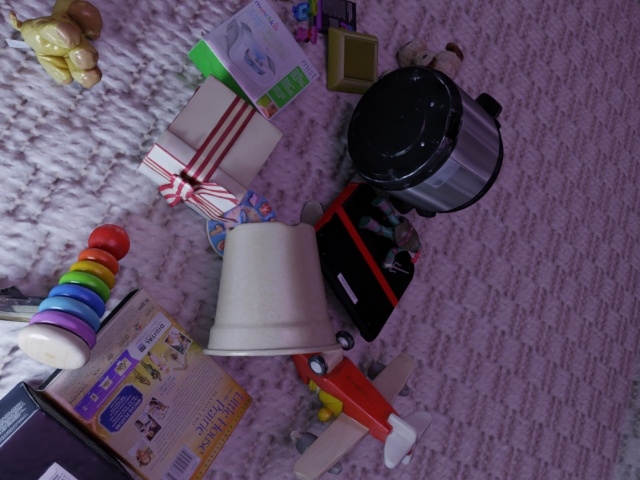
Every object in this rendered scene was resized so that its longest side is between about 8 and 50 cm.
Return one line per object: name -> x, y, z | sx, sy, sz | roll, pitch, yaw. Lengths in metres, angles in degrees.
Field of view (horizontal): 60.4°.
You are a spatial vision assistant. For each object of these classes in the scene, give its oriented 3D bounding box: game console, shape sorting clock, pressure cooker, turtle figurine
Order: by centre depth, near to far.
shape sorting clock -> -0.205, -0.038, 1.470 | 0.206, 0.040, 0.206 | 3, 85, -33
turtle figurine -> 0.226, -0.017, 1.616 | 0.234, 0.118, 0.175 | 42, 54, -25
game console -> 0.128, 0.052, 1.626 | 0.342, 0.060, 0.386 | -50, 118, -37
pressure cooker -> 0.327, -0.268, 1.631 | 0.421, 0.370, 0.374 | 17, 74, -47

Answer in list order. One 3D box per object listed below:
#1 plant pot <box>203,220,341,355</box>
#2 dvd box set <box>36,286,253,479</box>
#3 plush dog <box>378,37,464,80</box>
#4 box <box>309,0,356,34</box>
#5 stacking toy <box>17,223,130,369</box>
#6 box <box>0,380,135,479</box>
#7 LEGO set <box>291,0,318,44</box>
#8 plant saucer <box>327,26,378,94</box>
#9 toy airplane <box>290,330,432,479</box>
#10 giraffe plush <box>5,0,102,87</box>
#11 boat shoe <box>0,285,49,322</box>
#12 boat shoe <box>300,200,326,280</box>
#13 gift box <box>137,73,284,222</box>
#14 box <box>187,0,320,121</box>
plant pot -> -0.121, 0.117, 1.354 | 0.334, 0.334, 0.305 | 3, 81, -33
dvd box set -> -0.381, 0.361, 1.282 | 0.420, 0.062, 0.307 | 51, 51, -20
plush dog -> 0.343, -0.523, 1.754 | 0.210, 0.226, 0.262 | 48, 63, -21
box -> 0.040, -0.686, 1.684 | 0.162, 0.029, 0.115 | 1, 87, -32
stacking toy -> -0.503, 0.102, 1.181 | 0.141, 0.141, 0.330 | 37, 44, -26
box -> -0.526, 0.455, 1.072 | 0.182, 0.294, 0.296 | -48, 112, -25
LEGO set -> -0.064, -0.685, 1.590 | 0.087, 0.093, 0.227 | 27, 64, -62
plant saucer -> 0.112, -0.552, 1.694 | 0.189, 0.045, 0.188 | -3, 98, -34
toy airplane -> 0.101, 0.464, 1.503 | 0.387, 0.272, 0.384 | 10, 50, -18
giraffe plush -> -0.555, -0.464, 1.218 | 0.211, 0.181, 0.170 | 23, 59, 5
boat shoe -> -0.645, 0.131, 1.149 | 0.224, 0.080, 0.073 | 16, 71, -38
boat shoe -> 0.000, 0.000, 1.594 | 0.079, 0.084, 0.232 | -6, 84, -64
gift box -> -0.253, -0.190, 1.308 | 0.276, 0.255, 0.258 | 37, 69, -13
box -> -0.174, -0.468, 1.472 | 0.231, 0.127, 0.262 | -47, 110, -25
